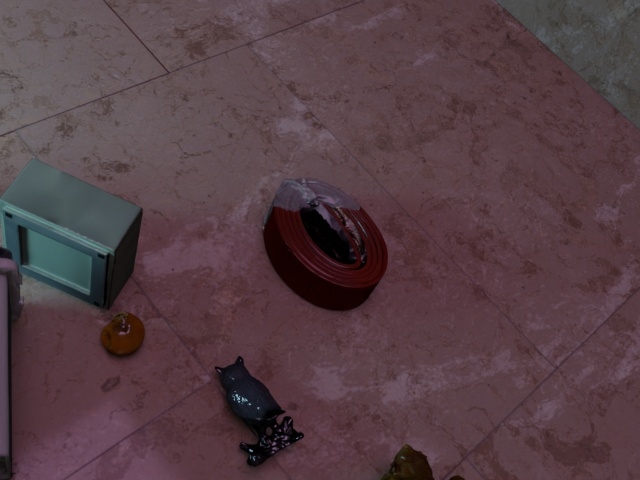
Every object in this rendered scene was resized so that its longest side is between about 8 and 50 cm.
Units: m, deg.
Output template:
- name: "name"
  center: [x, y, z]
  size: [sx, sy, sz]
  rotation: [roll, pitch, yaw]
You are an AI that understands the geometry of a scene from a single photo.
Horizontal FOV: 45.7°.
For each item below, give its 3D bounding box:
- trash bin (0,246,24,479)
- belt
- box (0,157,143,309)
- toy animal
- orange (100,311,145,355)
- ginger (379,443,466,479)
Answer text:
- name: "trash bin"
  center: [-0.606, 0.199, 1.225]
  size: [0.256, 0.296, 0.368]
  rotation: [-3, 64, -23]
- name: "belt"
  center: [0.000, 0.000, 1.681]
  size: [0.227, 0.115, 0.324]
  rotation: [-29, 69, -34]
- name: "box"
  center: [-0.473, -0.001, 1.440]
  size: [0.225, 0.225, 0.117]
  rotation: [24, 52, -1]
- name: "toy animal"
  center: [-0.130, 0.306, 1.420]
  size: [0.121, 0.117, 0.210]
  rotation: [-27, 71, -26]
- name: "orange"
  center: [-0.376, 0.178, 1.454]
  size: [0.086, 0.062, 0.086]
  rotation: [10, 56, -16]
- name: "ginger"
  center: [0.208, 0.547, 1.350]
  size: [0.274, 0.152, 0.357]
  rotation: [-22, 68, -31]
